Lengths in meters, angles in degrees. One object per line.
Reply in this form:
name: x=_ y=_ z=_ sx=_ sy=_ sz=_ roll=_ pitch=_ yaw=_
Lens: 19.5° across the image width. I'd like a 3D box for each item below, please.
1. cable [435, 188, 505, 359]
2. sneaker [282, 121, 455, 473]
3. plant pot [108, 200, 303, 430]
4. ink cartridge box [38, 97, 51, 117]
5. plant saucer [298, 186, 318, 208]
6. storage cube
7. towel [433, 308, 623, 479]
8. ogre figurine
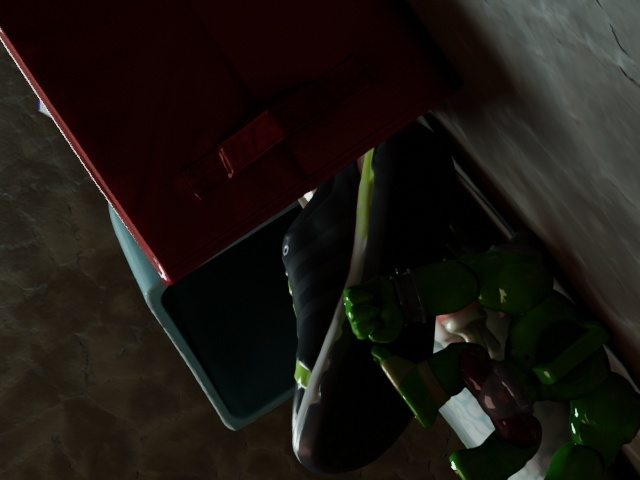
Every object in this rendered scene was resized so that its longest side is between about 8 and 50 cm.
cable: x=0.044 y=-0.038 z=1.252 sx=0.287 sy=0.072 sz=0.139 roll=54 pitch=-177 yaw=7
sneaker: x=0.019 y=0.033 z=1.169 sx=0.097 sy=0.235 sz=0.084 roll=1 pitch=159 yaw=44
plant pot: x=-0.080 y=-0.011 z=1.937 sx=0.252 sy=0.247 sz=0.248 roll=53 pitch=173 yaw=43
ink cartridge box: x=-0.149 y=-0.161 z=1.563 sx=0.371 sy=0.069 sz=0.176 roll=25 pitch=115 yaw=57
plant saucer: x=0.020 y=-0.045 z=1.324 sx=0.168 sy=0.029 sz=0.168 roll=41 pitch=-149 yaw=-31
storage cube: x=-0.060 y=-0.106 z=1.038 sx=0.193 sy=0.183 sz=0.215 roll=56 pitch=179 yaw=-1
towel: x=0.147 y=0.130 z=1.568 sx=0.320 sy=0.090 sz=0.374 roll=52 pitch=179 yaw=-16
ogre figurine: x=0.113 y=0.084 z=1.085 sx=0.197 sy=0.118 sz=0.097 roll=55 pitch=179 yaw=13
